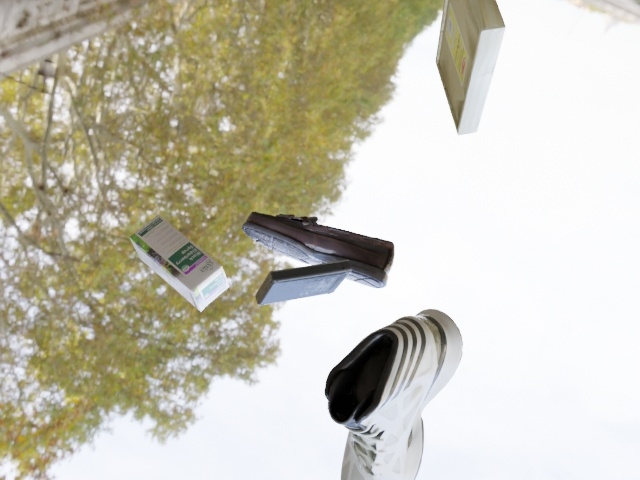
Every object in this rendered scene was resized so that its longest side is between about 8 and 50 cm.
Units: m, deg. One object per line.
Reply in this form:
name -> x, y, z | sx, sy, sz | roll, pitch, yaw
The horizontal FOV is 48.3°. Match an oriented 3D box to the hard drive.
hard drive -> -0.028, 0.068, 1.138 | 0.135, 0.094, 0.022 | -8, -115, -26

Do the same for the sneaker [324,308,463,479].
sneaker -> 0.074, 0.330, 1.298 | 0.258, 0.447, 0.169 | -1, -154, -45

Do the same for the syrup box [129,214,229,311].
syrup box -> -0.330, 0.051, 1.673 | 0.237, 0.096, 0.093 | 35, -116, 28

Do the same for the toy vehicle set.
toy vehicle set -> 0.232, -0.310, 1.141 | 0.035, 0.267, 0.166 | -10, -114, -2

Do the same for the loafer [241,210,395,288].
loafer -> 0.000, 0.000, 1.396 | 0.303, 0.109, 0.095 | 22, -107, 3
